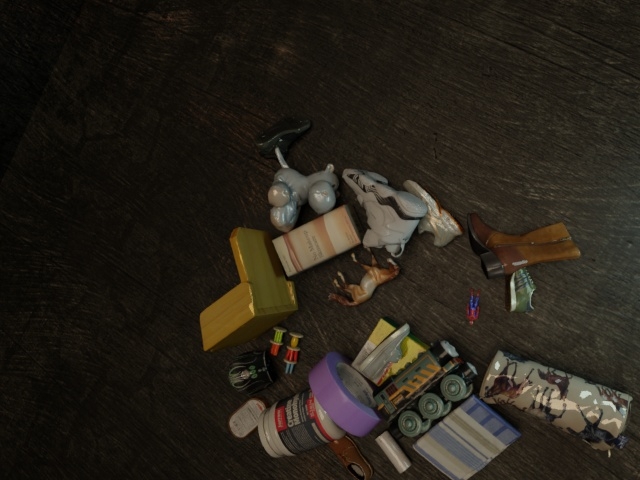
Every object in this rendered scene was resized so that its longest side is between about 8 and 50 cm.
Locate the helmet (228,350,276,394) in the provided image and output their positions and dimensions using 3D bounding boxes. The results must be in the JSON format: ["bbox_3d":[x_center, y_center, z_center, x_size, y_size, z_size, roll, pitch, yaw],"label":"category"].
[{"bbox_3d":[-0.260,0.487,1.903,0.161,0.169,0.170,-18,80,2],"label":"helmet"}]

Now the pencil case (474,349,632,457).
[{"bbox_3d":[0.676,0.469,1.526,0.409,0.160,0.184,18,82,21],"label":"pencil case"}]

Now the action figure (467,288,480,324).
[{"bbox_3d":[0.497,0.217,1.684,0.038,0.030,0.115,6,91,17],"label":"action figure"}]

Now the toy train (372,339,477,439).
[{"bbox_3d":[0.318,0.460,1.599,0.334,0.142,0.190,-45,63,14],"label":"toy train"}]

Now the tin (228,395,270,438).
[{"bbox_3d":[-0.270,0.669,1.955,0.189,0.040,0.106,-43,77,14],"label":"tin"}]

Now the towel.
[{"bbox_3d":[0.452,0.623,1.613,0.209,0.034,0.285,38,112,-4],"label":"towel"}]

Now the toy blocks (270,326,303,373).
[{"bbox_3d":[-0.135,0.405,1.907,0.123,0.054,0.148,14,92,21],"label":"toy blocks"}]

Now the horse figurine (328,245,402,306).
[{"bbox_3d":[0.146,0.139,1.808,0.174,0.066,0.263,44,100,24],"label":"horse figurine"}]

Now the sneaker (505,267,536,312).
[{"bbox_3d":[0.631,0.133,1.622,0.086,0.064,0.192,7,78,-1],"label":"sneaker"}]

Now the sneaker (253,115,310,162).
[{"bbox_3d":[-0.137,-0.379,1.948,0.227,0.130,0.087,-33,60,-13],"label":"sneaker"}]

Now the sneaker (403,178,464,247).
[{"bbox_3d":[0.349,-0.089,1.727,0.121,0.099,0.262,-45,71,18],"label":"sneaker"}]

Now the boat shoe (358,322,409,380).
[{"bbox_3d":[0.222,0.363,1.675,0.081,0.079,0.227,44,108,9],"label":"boat shoe"}]

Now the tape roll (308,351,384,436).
[{"bbox_3d":[0.090,0.498,1.694,0.090,0.274,0.275,-46,72,12],"label":"tape roll"}]

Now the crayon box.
[{"bbox_3d":[0.287,0.428,1.724,0.318,0.081,0.202,35,100,20],"label":"crayon box"}]

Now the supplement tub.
[{"bbox_3d":[-0.059,0.625,1.790,0.272,0.191,0.191,-27,77,18],"label":"supplement tub"}]

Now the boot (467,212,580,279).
[{"bbox_3d":[0.614,-0.019,1.603,0.280,0.096,0.264,-16,40,6],"label":"boot"}]

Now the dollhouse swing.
[{"bbox_3d":[-0.281,0.169,1.821,0.315,0.346,0.305,-36,76,16],"label":"dollhouse swing"}]

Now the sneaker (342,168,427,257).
[{"bbox_3d":[0.181,-0.100,1.756,0.365,0.137,0.210,37,116,39],"label":"sneaker"}]

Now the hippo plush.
[{"bbox_3d":[-0.049,-0.158,1.860,0.236,0.235,0.294,-1,44,4],"label":"hippo plush"}]

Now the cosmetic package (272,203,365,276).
[{"bbox_3d":[0.000,0.000,1.832,0.296,0.129,0.153,-27,86,19],"label":"cosmetic package"}]

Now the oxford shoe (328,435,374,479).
[{"bbox_3d":[0.092,0.740,1.786,0.212,0.076,0.076,39,103,21],"label":"oxford shoe"}]

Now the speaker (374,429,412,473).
[{"bbox_3d":[0.245,0.708,1.737,0.055,0.055,0.136,-43,74,14],"label":"speaker"}]
